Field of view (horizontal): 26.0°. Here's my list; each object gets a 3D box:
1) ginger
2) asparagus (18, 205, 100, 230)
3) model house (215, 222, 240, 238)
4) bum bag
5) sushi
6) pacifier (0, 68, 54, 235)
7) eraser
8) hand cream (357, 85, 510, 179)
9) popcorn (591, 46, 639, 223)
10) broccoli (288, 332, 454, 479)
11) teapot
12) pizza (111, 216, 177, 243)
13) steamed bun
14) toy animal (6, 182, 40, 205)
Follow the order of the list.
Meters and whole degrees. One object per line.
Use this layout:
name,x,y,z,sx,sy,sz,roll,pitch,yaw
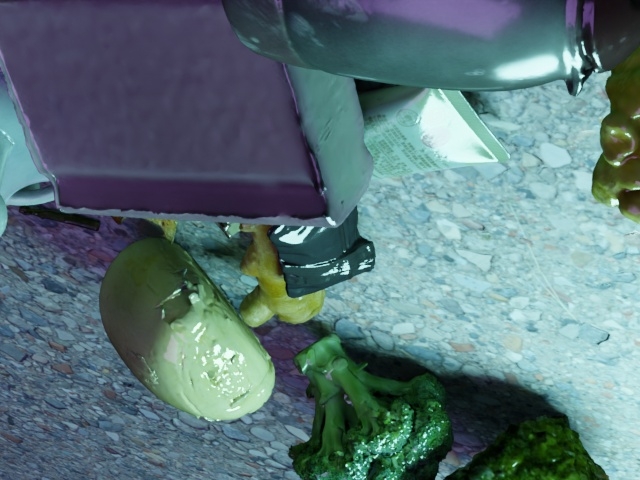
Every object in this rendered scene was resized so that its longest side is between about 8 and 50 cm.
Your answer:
ginger,-0.048,0.022,1.770,0.118,0.065,0.299,-13,147,-10
asparagus,-0.369,-0.033,1.950,0.127,0.015,0.018,12,148,16
model house,-0.116,-0.054,1.707,0.058,0.057,0.083,50,173,38
bum bag,0.000,0.000,1.651,0.123,0.060,0.248,-25,151,-6
sushi,0.244,0.404,1.947,0.178,0.352,0.294,54,179,19
pacifier,-0.392,-0.076,1.616,0.287,0.225,0.238,-14,136,20
eraser,-0.145,-0.153,1.421,0.359,0.122,0.272,2,123,30
hand cream,0.038,-0.107,1.479,0.306,0.093,0.147,-5,145,36
popcorn,0.340,-0.084,1.207,0.200,0.203,0.226,11,159,30
broccoli,0.055,0.263,1.976,0.270,0.270,0.270,57,145,-2
teapot,0.113,-0.261,1.040,0.312,0.233,0.315,16,115,23
pizza,-0.231,-0.082,1.753,0.181,0.034,0.262,9,146,20
steamed bun,-0.190,0.135,1.877,0.232,0.166,0.273,52,179,42
toy animal,-0.540,-0.115,1.788,0.325,0.154,0.208,35,155,-32
